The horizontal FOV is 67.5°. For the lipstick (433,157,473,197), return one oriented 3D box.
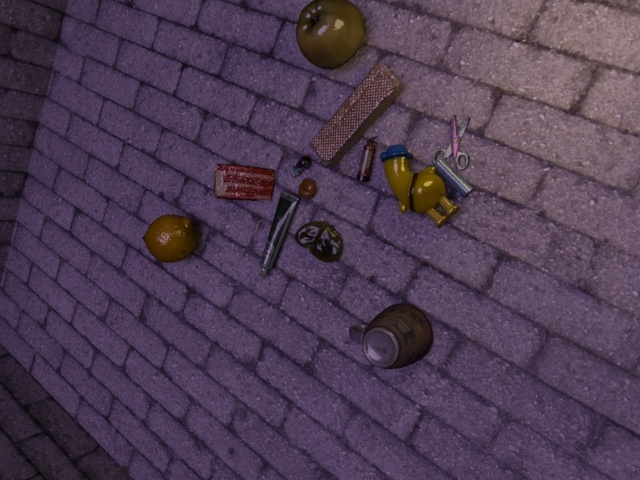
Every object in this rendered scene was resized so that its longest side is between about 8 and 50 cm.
[{"bbox_3d":[0.470,-0.224,1.703,0.158,0.048,0.048,49,113,13],"label":"lipstick"}]

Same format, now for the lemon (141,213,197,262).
[{"bbox_3d":[-0.702,-0.012,2.271,0.253,0.228,0.228,-22,81,27],"label":"lemon"}]

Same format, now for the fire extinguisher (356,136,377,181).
[{"bbox_3d":[0.184,-0.317,1.865,0.062,0.050,0.177,24,105,53],"label":"fire extinguisher"}]

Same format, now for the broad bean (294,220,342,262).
[{"bbox_3d":[-0.001,0.001,1.978,0.206,0.072,0.153,25,106,14],"label":"broad bean"}]

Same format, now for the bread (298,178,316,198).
[{"bbox_3d":[-0.055,-0.215,2.004,0.083,0.046,0.081,-42,70,25],"label":"bread"}]

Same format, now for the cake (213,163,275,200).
[{"bbox_3d":[-0.339,-0.254,2.160,0.262,0.159,0.158,5,95,-6],"label":"cake"}]

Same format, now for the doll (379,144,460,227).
[{"bbox_3d":[0.333,-0.201,1.736,0.199,0.145,0.363,-46,66,13],"label":"doll"}]

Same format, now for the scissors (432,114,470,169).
[{"bbox_3d":[0.483,-0.353,1.715,0.133,0.020,0.187,16,101,24],"label":"scissors"}]

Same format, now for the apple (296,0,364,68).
[{"bbox_3d":[0.035,-0.799,1.832,0.262,0.262,0.262,1,92,29],"label":"apple"}]

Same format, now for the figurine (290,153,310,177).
[{"bbox_3d":[-0.086,-0.313,2.021,0.106,0.047,0.060,-42,36,31],"label":"figurine"}]

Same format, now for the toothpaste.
[{"bbox_3d":[-0.193,-0.020,2.082,0.098,0.061,0.392,25,101,26],"label":"toothpaste"}]

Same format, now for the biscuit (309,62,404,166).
[{"bbox_3d":[0.134,-0.487,1.871,0.426,0.078,0.144,-45,71,22],"label":"biscuit"}]

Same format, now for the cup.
[{"bbox_3d":[0.227,0.352,1.752,0.301,0.257,0.228,3,91,31],"label":"cup"}]
